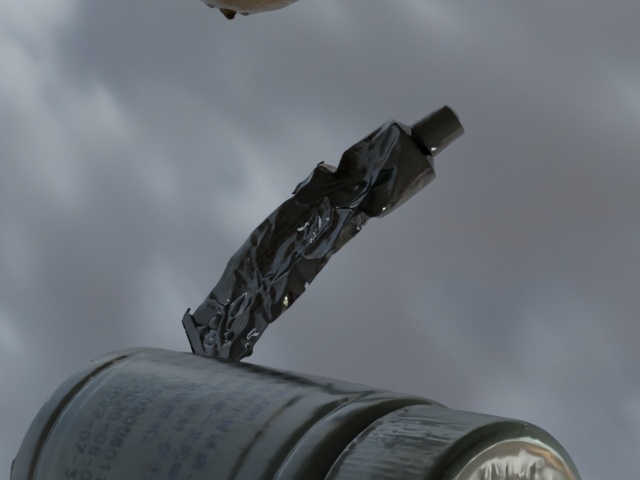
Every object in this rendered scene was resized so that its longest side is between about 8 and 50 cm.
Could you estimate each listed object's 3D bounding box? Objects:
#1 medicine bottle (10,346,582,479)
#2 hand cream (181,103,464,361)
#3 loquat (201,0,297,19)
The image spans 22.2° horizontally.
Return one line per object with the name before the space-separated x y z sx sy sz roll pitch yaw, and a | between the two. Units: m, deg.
medicine bottle | -0.016 0.173 0.955 0.190 0.332 0.190 -6 -81 -43
hand cream | -0.002 -0.002 1.123 0.050 0.257 0.084 37 -163 -45
loquat | -0.047 -0.220 1.113 0.141 0.141 0.141 8 -122 -13
